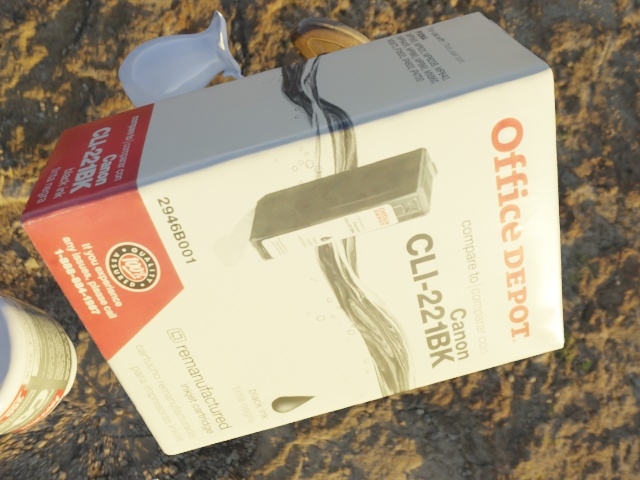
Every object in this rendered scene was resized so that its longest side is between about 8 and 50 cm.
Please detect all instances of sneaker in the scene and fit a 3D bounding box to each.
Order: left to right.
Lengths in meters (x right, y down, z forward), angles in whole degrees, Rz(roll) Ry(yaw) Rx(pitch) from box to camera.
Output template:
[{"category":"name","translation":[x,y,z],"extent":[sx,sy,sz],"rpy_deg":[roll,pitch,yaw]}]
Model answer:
[{"category":"sneaker","translation":[0.043,-0.179,0.718],"extent":[0.188,0.066,0.071],"rpy_deg":[27,64,-24]}]

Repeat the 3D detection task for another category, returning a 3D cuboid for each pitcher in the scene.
[{"category":"pitcher","translation":[-0.239,-0.289,1.137],"extent":[0.207,0.125,0.177],"rpy_deg":[-23,99,4]}]

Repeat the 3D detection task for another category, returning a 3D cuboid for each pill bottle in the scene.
[{"category":"pill bottle","translation":[-0.380,0.143,0.721],"extent":[0.161,0.283,0.161],"rpy_deg":[2,77,-7]}]

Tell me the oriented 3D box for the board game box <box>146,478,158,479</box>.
[{"category":"board game box","translation":[-0.269,0.521,0.797],"extent":[0.233,0.078,0.347],"rpy_deg":[-31,66,14]}]

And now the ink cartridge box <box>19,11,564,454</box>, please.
[{"category":"ink cartridge box","translation":[0.000,0.000,0.396],"extent":[0.273,0.114,0.197],"rpy_deg":[-16,124,2]}]
